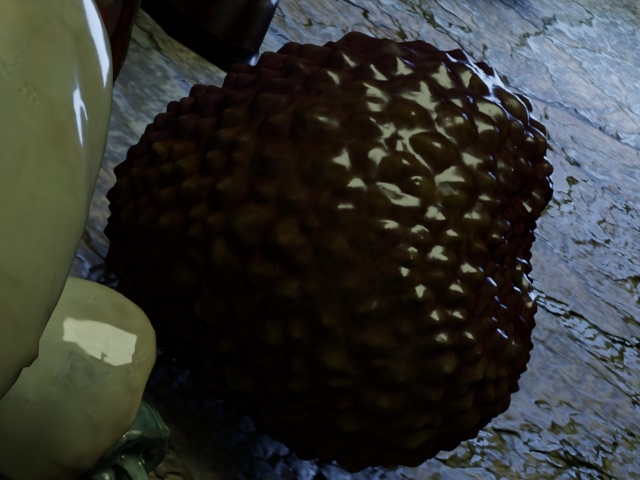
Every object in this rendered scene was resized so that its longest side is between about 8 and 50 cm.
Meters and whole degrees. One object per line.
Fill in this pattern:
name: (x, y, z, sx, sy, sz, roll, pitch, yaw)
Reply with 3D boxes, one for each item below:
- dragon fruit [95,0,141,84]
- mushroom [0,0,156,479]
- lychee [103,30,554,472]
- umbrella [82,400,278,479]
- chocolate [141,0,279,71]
dragon fruit: (-0.235, -0.179, 1.011, 0.305, 0.226, 0.305, 27, 25, -14)
mushroom: (-0.210, -0.016, 0.704, 0.356, 0.315, 0.315, 34, 26, -11)
lychee: (0.000, 0.000, 1.001, 0.271, 0.271, 0.271, 28, 27, -16)
umbrella: (-0.019, 0.194, 0.800, 0.143, 0.094, 0.349, 16, 28, -48)
chocolate: (-0.081, -0.212, 1.407, 0.149, 0.080, 0.125, 43, 28, 18)
